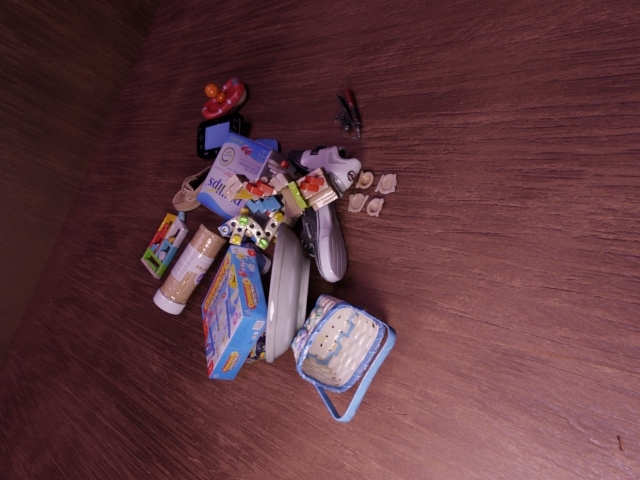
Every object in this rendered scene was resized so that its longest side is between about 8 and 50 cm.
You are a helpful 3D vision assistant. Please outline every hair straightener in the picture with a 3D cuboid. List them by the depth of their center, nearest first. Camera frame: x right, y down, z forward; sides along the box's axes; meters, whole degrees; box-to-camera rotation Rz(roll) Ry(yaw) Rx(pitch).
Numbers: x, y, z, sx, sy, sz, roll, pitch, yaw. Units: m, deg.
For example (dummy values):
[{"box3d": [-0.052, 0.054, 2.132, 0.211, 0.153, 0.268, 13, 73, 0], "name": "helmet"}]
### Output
[{"box3d": [0.090, -0.420, 1.777, 0.089, 0.047, 0.231, -34, 54, 27], "name": "hair straightener"}]

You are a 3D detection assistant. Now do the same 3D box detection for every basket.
[{"box3d": [0.055, 0.284, 1.329, 0.255, 0.201, 0.289, -60, 33, 1], "name": "basket"}]

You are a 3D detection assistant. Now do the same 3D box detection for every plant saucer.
[{"box3d": [-0.087, 0.150, 1.498, 0.100, 0.400, 0.401, 5, 66, -1], "name": "plant saucer"}]

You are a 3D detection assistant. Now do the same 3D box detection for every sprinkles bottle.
[{"box3d": [-0.500, 0.109, 2.002, 0.356, 0.121, 0.121, -56, 43, 6], "name": "sprinkles bottle"}]

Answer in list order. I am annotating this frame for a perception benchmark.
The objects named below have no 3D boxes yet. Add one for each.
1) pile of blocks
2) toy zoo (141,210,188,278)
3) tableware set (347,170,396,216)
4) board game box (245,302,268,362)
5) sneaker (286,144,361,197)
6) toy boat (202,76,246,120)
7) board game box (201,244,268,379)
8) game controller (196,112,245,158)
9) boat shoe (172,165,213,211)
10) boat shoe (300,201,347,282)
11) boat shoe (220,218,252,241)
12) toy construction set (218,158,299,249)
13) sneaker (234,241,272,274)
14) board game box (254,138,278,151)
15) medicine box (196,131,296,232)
[{"box3d": [-0.134, -0.135, 1.555, 0.361, 0.112, 0.149, -3, 95, 15], "name": "pile of blocks"}, {"box3d": [-0.676, 0.002, 2.291, 0.192, 0.030, 0.293, 33, 93, 47], "name": "toy zoo"}, {"box3d": [0.154, -0.144, 1.586, 0.168, 0.020, 0.141, 15, 81, 46], "name": "tableware set"}, {"box3d": [-0.204, 0.293, 1.653, 0.141, 0.048, 0.171, -31, 48, 53], "name": "board game box"}, {"box3d": [0.016, -0.252, 1.718, 0.146, 0.122, 0.330, -47, 43, -8], "name": "sneaker"}, {"box3d": [-0.447, -0.636, 2.308, 0.231, 0.151, 0.151, -41, 47, 21], "name": "toy boat"}, {"box3d": [-0.282, 0.229, 1.669, 0.308, 0.086, 0.302, -59, 33, 32], "name": "board game box"}, {"box3d": [-0.437, -0.449, 2.255, 0.319, 0.067, 0.167, -1, 78, 44], "name": "game controller"}, {"box3d": [-0.530, -0.229, 2.210, 0.341, 0.110, 0.122, -25, 54, 33], "name": "boat shoe"}, {"box3d": [0.000, 0.000, 1.585, 0.119, 0.121, 0.335, -24, 43, 19], "name": "boat shoe"}, {"box3d": [-0.308, -0.029, 1.930, 0.183, 0.066, 0.066, 29, 90, 47], "name": "boat shoe"}, {"box3d": [-0.169, -0.106, 1.715, 0.328, 0.215, 0.151, -55, 12, 14], "name": "toy construction set"}, {"box3d": [-0.252, 0.049, 1.827, 0.211, 0.081, 0.080, 25, 88, 47], "name": "sneaker"}, {"box3d": [-0.223, -0.327, 2.028, 0.168, 0.033, 0.133, 8, 74, 38], "name": "board game box"}, {"box3d": [-0.271, -0.210, 1.900, 0.263, 0.149, 0.289, 29, 92, 39], "name": "medicine box"}]
